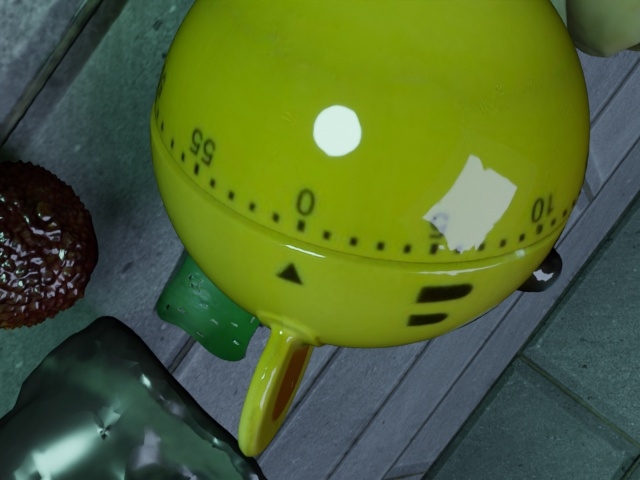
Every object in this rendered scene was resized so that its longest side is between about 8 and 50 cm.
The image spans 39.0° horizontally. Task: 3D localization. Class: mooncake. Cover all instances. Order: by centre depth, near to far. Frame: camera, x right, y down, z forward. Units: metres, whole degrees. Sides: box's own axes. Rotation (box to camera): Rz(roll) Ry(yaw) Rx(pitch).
[{"bbox_3d":[-0.139,0.269,0.858,0.212,0.381,0.350,-42,167,-7],"label":"mooncake"}]

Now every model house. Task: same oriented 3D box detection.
[{"bbox_3d":[-0.082,0.031,0.969,0.167,0.117,0.088,-62,170,19],"label":"model house"}]

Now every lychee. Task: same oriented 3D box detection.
[{"bbox_3d":[-0.224,0.009,0.654,0.123,0.123,0.129,-15,146,-54],"label":"lychee"}]

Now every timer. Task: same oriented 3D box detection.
[{"bbox_3d":[0.035,-0.049,0.740,0.376,0.376,0.387,-29,140,-42],"label":"timer"}]

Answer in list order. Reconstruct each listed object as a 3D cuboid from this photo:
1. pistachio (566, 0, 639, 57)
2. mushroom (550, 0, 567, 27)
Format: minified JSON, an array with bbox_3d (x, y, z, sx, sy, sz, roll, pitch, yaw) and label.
[{"bbox_3d":[0.398,-0.371,1.081,0.229,0.238,0.321,-7,132,-25],"label":"pistachio"},{"bbox_3d":[0.237,-0.248,1.000,0.100,0.081,0.312,76,24,-64],"label":"mushroom"}]
